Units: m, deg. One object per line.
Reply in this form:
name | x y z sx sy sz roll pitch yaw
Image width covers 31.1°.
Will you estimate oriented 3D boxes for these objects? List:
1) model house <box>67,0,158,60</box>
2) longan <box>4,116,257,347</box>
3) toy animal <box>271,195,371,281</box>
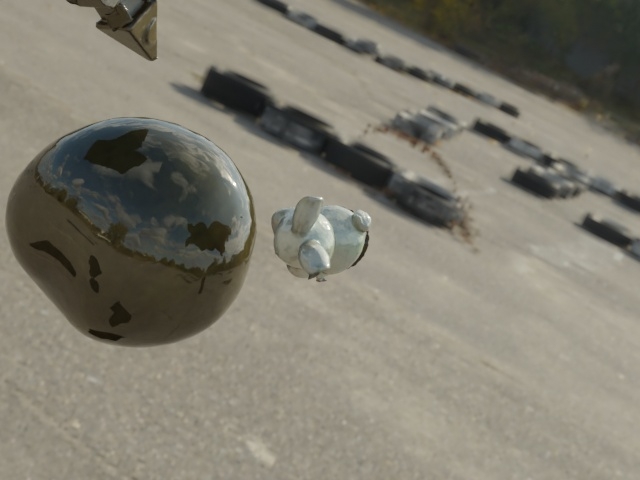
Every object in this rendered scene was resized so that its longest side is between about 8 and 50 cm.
model house | -0.201 -0.275 1.074 0.181 0.176 0.248 13 -34 35
longan | -0.190 -0.009 1.154 0.248 0.248 0.248 24 13 -6
toy animal | -0.006 0.001 1.042 0.085 0.071 0.124 -12 -5 31
